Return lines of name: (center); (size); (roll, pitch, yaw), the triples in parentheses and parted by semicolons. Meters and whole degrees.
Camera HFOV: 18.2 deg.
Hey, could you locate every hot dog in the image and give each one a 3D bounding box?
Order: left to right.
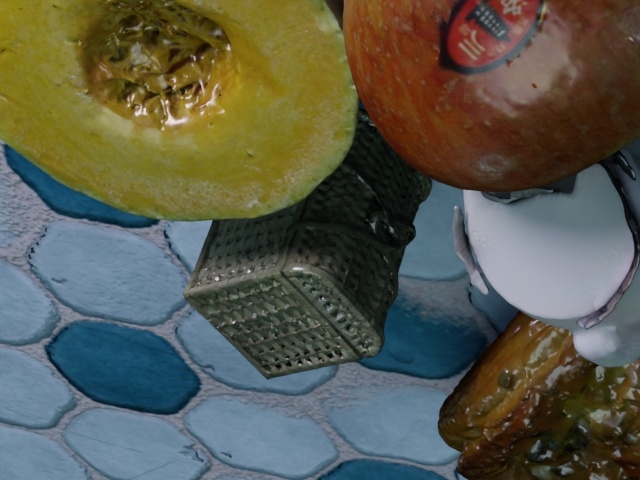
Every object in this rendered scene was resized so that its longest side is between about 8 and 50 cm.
hot dog: (0.259, 0.152, 1.878); (0.267, 0.174, 0.387); (20, 142, -8)

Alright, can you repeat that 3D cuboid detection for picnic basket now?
picnic basket: (0.000, 0.000, 1.769); (0.154, 0.196, 0.134); (-16, 130, 37)

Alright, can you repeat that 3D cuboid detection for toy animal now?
toy animal: (0.262, -0.034, 1.580); (0.247, 0.310, 0.183); (55, 130, 14)

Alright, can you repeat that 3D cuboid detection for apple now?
apple: (0.147, -0.191, 1.410); (0.309, 0.277, 0.250); (-37, 117, 7)

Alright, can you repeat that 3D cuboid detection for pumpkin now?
pumpkin: (-0.112, -0.190, 1.588); (0.332, 0.199, 0.332); (7, 134, 8)
